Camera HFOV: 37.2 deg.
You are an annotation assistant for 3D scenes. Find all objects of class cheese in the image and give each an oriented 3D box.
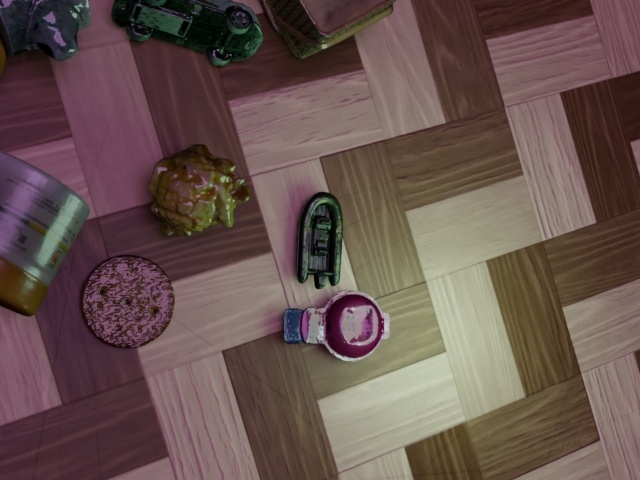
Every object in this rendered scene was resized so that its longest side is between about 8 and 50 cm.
[{"bbox_3d":[0.036,0.182,2.035,0.244,0.062,0.155,1,84,-21],"label":"cheese"}]

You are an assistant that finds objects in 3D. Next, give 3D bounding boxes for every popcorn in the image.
[{"bbox_3d":[-0.241,-0.099,1.889,0.187,0.185,0.167,-24,112,-30],"label":"popcorn"}]

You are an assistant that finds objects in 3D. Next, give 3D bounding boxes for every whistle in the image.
[{"bbox_3d":[-0.571,-0.526,1.765,0.168,0.188,0.405,-28,111,-21],"label":"whistle"}]

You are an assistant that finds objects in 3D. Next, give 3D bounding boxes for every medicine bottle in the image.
[{"bbox_3d":[-0.572,-0.015,1.714,0.238,0.238,0.232,30,75,-17],"label":"medicine bottle"}]

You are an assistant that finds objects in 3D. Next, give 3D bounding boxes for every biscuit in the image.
[{"bbox_3d":[-0.383,0.121,1.891,0.188,0.027,0.188,1,86,-21],"label":"biscuit"}]

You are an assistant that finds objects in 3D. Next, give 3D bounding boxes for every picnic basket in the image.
[{"bbox_3d":[-0.012,-0.566,2.025,0.228,0.175,0.313,-32,93,-20],"label":"picnic basket"}]

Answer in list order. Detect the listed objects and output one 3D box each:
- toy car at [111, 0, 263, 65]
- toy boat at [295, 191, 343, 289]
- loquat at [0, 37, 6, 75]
[{"bbox_3d":[-0.266,-0.465,1.937,0.306,0.136,0.125,12,60,-22],"label":"toy car"},{"bbox_3d":[0.000,0.000,2.041,0.104,0.052,0.210,6,84,-19],"label":"toy boat"},{"bbox_3d":[-0.659,-0.344,1.759,0.163,0.163,0.137,12,39,-20],"label":"loquat"}]
